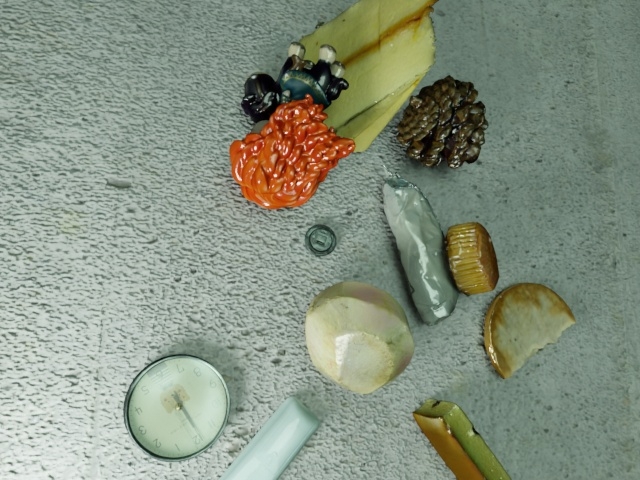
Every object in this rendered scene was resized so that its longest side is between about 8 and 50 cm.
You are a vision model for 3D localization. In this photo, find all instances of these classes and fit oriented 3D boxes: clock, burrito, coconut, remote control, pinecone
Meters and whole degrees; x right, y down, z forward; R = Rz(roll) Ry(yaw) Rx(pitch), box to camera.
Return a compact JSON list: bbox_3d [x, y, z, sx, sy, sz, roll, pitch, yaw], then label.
[{"bbox_3d":[-0.308,0.360,1.074,0.226,0.049,0.226,4,75,-16],"label":"clock"},{"bbox_3d":[0.259,0.000,1.311,0.139,0.101,0.445,-13,80,-24],"label":"burrito"},{"bbox_3d":[0.000,0.000,1.272,0.085,0.017,0.085,4,76,-17],"label":"clock"},{"bbox_3d":[0.086,0.214,1.140,0.259,0.259,0.259,4,76,-17],"label":"coconut"},{"bbox_3d":[-0.123,0.490,1.102,0.103,0.051,0.293,45,70,-4],"label":"remote control"},{"bbox_3d":[0.336,-0.315,1.346,0.257,0.243,0.243,3,75,-43],"label":"pinecone"}]

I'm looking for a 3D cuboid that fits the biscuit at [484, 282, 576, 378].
[{"bbox_3d":[0.563,0.226,1.386,0.309,0.040,0.204,-29,88,-22],"label":"biscuit"}]

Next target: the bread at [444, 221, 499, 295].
[{"bbox_3d":[0.402,0.046,1.296,0.199,0.104,0.199,36,47,-52],"label":"bread"}]

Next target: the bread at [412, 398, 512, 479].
[{"bbox_3d":[0.375,0.550,1.199,0.077,0.138,0.361,-36,90,-24],"label":"bread"}]

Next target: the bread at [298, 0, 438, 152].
[{"bbox_3d":[0.110,-0.467,1.259,0.242,0.405,0.345,1,64,-28],"label":"bread"}]

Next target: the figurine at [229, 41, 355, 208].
[{"bbox_3d":[-0.075,-0.286,1.198,0.306,0.241,0.411,-7,70,8],"label":"figurine"}]
